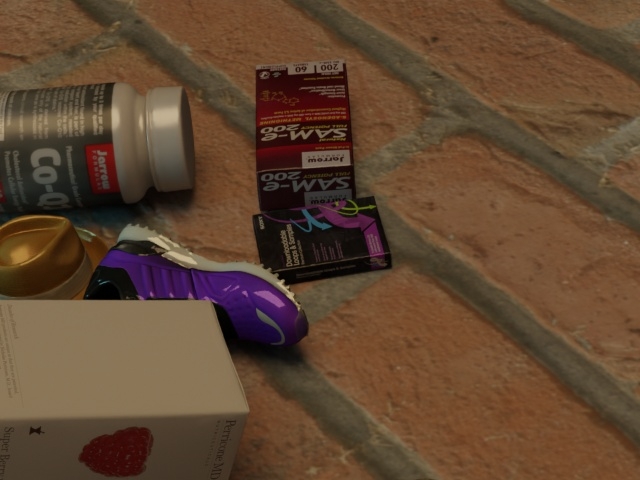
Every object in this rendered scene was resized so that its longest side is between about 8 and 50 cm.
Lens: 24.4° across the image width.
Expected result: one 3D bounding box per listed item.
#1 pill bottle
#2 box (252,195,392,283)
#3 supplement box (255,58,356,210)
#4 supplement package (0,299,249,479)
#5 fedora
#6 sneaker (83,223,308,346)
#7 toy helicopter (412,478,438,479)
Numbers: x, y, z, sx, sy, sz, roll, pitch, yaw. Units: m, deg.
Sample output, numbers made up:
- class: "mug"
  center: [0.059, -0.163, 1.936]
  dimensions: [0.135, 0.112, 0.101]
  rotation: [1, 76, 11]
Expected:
- class: "pill bottle"
  center: [-0.313, -0.123, 1.939]
  dimensions: [0.283, 0.161, 0.161]
  rotation: [-5, 42, 1]
- class: "box"
  center: [0.000, 0.000, 1.867]
  dimensions: [0.162, 0.029, 0.116]
  rotation: [-11, 42, -4]
- class: "supplement box"
  center: [-0.022, -0.146, 2.000]
  dimensions: [0.130, 0.073, 0.239]
  rotation: [-4, 43, 1]
- class: "supplement package"
  center: [-0.246, 0.180, 1.522]
  dimensions: [0.292, 0.178, 0.175]
  rotation: [0, 39, -22]
- class: "fedora"
  center: [-0.357, 0.024, 1.842]
  dimensions: [0.194, 0.079, 0.194]
  rotation: [-3, 41, 2]
- class: "sneaker"
  center: [-0.157, 0.089, 1.742]
  dimensions: [0.293, 0.102, 0.146]
  rotation: [17, 50, 30]
- class: "toy helicopter"
  center: [0.024, 0.351, 1.397]
  dimensions: [0.235, 0.140, 0.355]
  rotation: [32, 51, 32]
